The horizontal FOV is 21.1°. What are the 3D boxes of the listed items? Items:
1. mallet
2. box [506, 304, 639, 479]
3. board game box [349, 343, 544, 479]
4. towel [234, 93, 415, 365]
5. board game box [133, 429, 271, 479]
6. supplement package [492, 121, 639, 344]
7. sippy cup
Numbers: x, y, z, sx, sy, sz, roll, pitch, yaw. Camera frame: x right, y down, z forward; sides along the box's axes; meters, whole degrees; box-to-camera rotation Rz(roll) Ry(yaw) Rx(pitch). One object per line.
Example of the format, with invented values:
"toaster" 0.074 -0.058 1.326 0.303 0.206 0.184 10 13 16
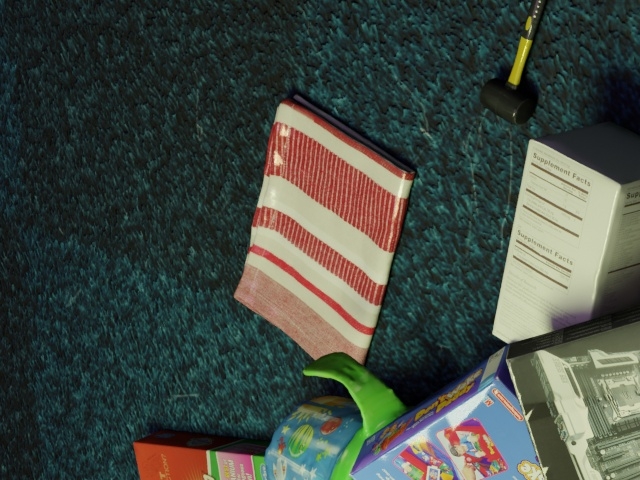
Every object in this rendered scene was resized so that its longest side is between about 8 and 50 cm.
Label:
"mallet" 0.228 -0.229 1.968 0.062 0.039 0.190 28 117 40
"box" 0.376 0.184 1.792 0.307 0.076 0.242 -17 98 12
"board game box" 0.237 0.315 1.966 0.233 0.078 0.347 -37 102 30
"towel" 0.000 0.000 2.276 0.237 0.037 0.329 35 126 32
"board game box" -0.134 0.412 2.533 0.316 0.064 0.242 -2 102 46
"supplement package" 0.300 0.011 1.891 0.134 0.139 0.244 32 124 41
"sippy cup" 0.052 0.303 2.205 0.224 0.240 0.305 17 93 52
